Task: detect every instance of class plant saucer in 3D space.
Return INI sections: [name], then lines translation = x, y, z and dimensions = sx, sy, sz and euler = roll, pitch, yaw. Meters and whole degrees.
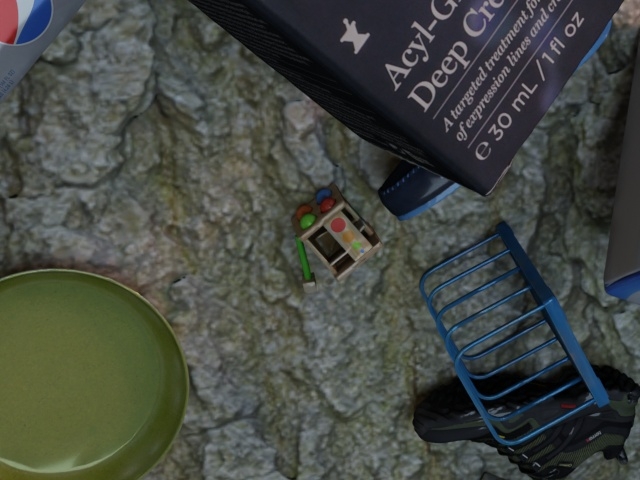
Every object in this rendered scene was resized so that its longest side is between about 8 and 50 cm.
[plant saucer]
translation = -0.240, 0.131, 1.264
dimensions = 0.241, 0.037, 0.241
euler = -3, 111, -9

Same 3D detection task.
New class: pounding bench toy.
[pounding bench toy]
translation = 0.000, 0.000, 1.249
dimensions = 0.083, 0.052, 0.065
euler = -40, 112, 6

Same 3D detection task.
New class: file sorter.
[file sorter]
translation = 0.166, 0.083, 1.251
dimensions = 0.104, 0.170, 0.118
euler = -28, 113, 5

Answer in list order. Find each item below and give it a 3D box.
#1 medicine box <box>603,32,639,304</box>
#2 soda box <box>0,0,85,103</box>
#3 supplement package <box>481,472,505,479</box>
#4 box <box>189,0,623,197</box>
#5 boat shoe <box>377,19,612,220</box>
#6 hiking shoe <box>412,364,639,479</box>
[medicine box]
translation = 0.415, -0.051, 1.189
dimensions = 0.289, 0.149, 0.263
euler = 18, 71, -14
[soda box]
translation = -0.216, -0.224, 1.100
dimensions = 0.083, 0.092, 0.263
euler = 38, 100, -21
[supplement package]
translation = 0.244, 0.389, 1.396
dimensions = 0.262, 0.145, 0.204
euler = 23, 105, -17
[box]
translation = 0.026, -0.272, 0.992
dimensions = 0.395, 0.212, 0.293
euler = 36, 89, -28
[boat shoe]
translation = 0.133, -0.131, 1.212
dimensions = 0.089, 0.109, 0.258
euler = 45, 81, -15
[hiking shoe]
translation = 0.200, 0.190, 1.342
dimensions = 0.227, 0.086, 0.114
euler = -4, 108, -10
